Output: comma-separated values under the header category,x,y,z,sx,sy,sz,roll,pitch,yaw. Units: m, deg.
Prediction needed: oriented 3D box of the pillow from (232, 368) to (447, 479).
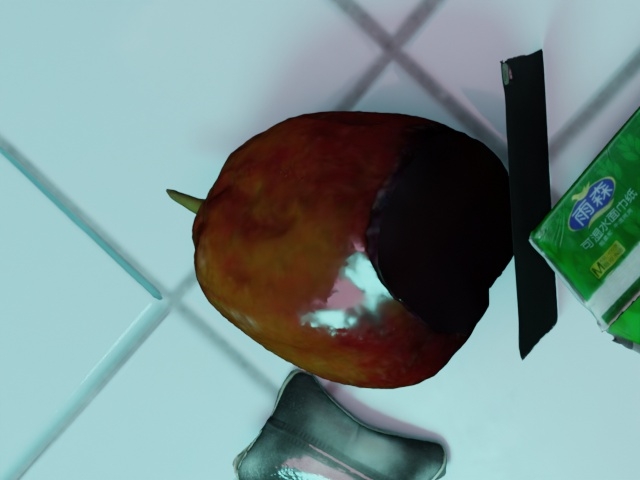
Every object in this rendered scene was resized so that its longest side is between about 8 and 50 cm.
category,x,y,z,sx,sy,sz,roll,pitch,yaw
pillow,0.015,0.160,1.141,0.136,0.055,0.091,31,103,4

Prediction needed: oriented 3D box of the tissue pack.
category,x,y,z,sx,sy,sz,roll,pitch,yaw
tissue pack,0.247,-0.043,1.011,0.209,0.148,0.156,-50,47,17

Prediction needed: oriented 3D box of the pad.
category,x,y,z,sx,sy,sz,roll,pitch,yaw
pad,0.139,-0.027,1.045,0.004,0.116,0.193,-2,100,21

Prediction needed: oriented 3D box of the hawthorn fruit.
category,x,y,z,sx,sy,sz,roll,pitch,yaw
hawthorn fruit,0.000,0.000,1.050,0.251,0.189,0.189,9,102,20
